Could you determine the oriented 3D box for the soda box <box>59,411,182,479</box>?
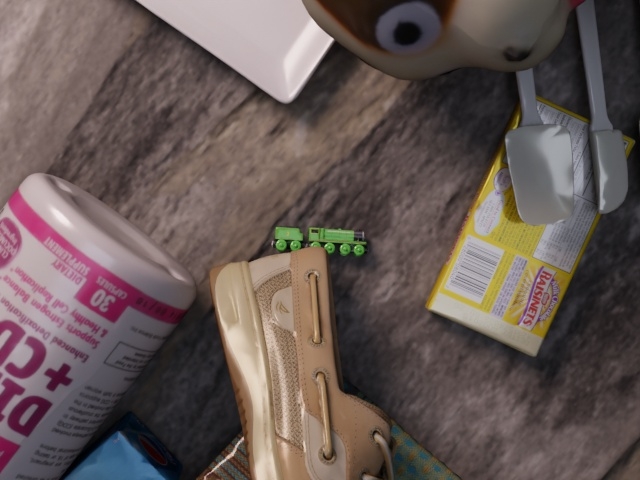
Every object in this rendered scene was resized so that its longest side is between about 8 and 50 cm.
[{"bbox_3d":[-0.217,0.244,0.798,0.210,0.067,0.071,-43,95,1],"label":"soda box"}]

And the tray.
[{"bbox_3d":[-0.096,-0.245,0.788,0.270,0.030,0.145,35,91,-5],"label":"tray"}]

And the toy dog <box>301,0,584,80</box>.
[{"bbox_3d":[0.137,-0.300,0.662,0.396,0.284,0.407,30,85,16],"label":"toy dog"}]

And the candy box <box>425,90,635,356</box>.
[{"bbox_3d":[0.179,-0.014,0.822,0.105,0.027,0.205,24,92,-6],"label":"candy box"}]

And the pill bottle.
[{"bbox_3d":[-0.240,0.103,0.739,0.160,0.160,0.283,37,91,-5],"label":"pill bottle"}]

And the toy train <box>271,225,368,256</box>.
[{"bbox_3d":[0.000,0.000,0.819,0.083,0.017,0.023,3,83,-4],"label":"toy train"}]

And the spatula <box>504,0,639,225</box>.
[{"bbox_3d":[0.227,-0.139,0.801,0.168,0.019,0.241,-6,87,-6],"label":"spatula"}]

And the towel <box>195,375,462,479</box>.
[{"bbox_3d":[0.042,0.302,0.742,0.370,0.040,0.271,40,74,17],"label":"towel"}]

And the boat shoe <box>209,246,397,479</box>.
[{"bbox_3d":[0.003,0.156,0.719,0.110,0.121,0.341,-16,66,-3],"label":"boat shoe"}]
